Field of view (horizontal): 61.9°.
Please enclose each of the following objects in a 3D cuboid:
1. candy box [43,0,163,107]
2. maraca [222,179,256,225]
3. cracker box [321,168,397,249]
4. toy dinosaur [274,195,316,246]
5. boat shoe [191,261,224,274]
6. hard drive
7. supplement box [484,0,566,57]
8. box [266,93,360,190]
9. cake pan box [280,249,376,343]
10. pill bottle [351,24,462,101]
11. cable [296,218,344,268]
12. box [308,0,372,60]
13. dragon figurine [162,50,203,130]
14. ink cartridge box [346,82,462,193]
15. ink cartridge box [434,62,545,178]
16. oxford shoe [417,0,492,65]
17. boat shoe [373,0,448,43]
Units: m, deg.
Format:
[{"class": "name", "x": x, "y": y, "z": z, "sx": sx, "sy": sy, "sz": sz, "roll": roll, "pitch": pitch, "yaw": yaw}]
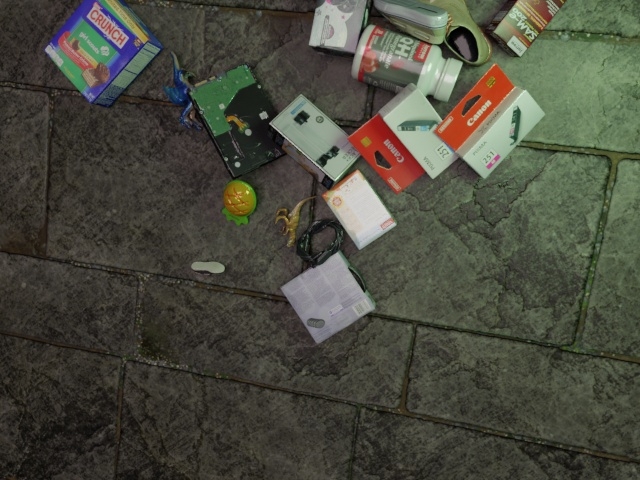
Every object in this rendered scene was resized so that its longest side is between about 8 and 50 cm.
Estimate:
[{"class": "candy box", "x": -0.769, "y": -0.683, "z": 1.893, "sx": 0.317, "sy": 0.122, "sz": 0.268, "roll": -42, "pitch": 88, "yaw": 12}, {"class": "maraca", "x": -0.291, "y": -0.132, "z": 1.893, "sx": 0.127, "sy": 0.099, "sz": 0.185, "roll": 28, "pitch": 128, "yaw": 8}, {"class": "cracker box", "x": 0.135, "y": -0.107, "z": 1.827, "sx": 0.156, "sy": 0.067, "sz": 0.232, "roll": -34, "pitch": 89, "yaw": 14}, {"class": "toy dinosaur", "x": -0.099, "y": -0.083, "z": 1.887, "sx": 0.112, "sy": 0.064, "sz": 0.211, "roll": 15, "pitch": 110, "yaw": -10}, {"class": "boat shoe", "x": -0.414, "y": 0.107, "z": 1.976, "sx": 0.125, "sy": 0.038, "sz": 0.046, "roll": 1, "pitch": 56, "yaw": 5}, {"class": "hard drive", "x": -0.274, "y": -0.407, "z": 1.818, "sx": 0.237, "sy": 0.064, "sz": 0.338, "roll": -29, "pitch": 93, "yaw": -15}, {"class": "supplement box", "x": 0.634, "y": -0.698, "z": 1.627, "sx": 0.130, "sy": 0.073, "sz": 0.239, "roll": 33, "pitch": 104, "yaw": -18}, {"class": "box", "x": -0.015, "y": -0.327, "z": 1.777, "sx": 0.290, "sy": 0.087, "sz": 0.169, "roll": 43, "pitch": 69, "yaw": 3}, {"class": "cake pan box", "x": 0.031, "y": 0.195, "z": 1.889, "sx": 0.267, "sy": 0.070, "sz": 0.245, "roll": -35, "pitch": 92, "yaw": 14}, {"class": "pill bottle", "x": 0.273, "y": -0.548, "z": 1.683, "sx": 0.319, "sy": 0.176, "sz": 0.176, "roll": 21, "pitch": 101, "yaw": 7}, {"class": "cable", "x": 0.000, "y": 0.000, "z": 1.855, "sx": 0.184, "sy": 0.047, "sz": 0.150, "roll": -48, "pitch": 52, "yaw": 7}, {"class": "box", "x": 0.071, "y": -0.726, "z": 1.715, "sx": 0.164, "sy": 0.142, "sz": 0.247, "roll": 14, "pitch": 100, "yaw": 8}, {"class": "dragon figurine", "x": -0.494, "y": -0.527, "z": 1.880, "sx": 0.144, "sy": 0.085, "sz": 0.289, "roll": -37, "pitch": 91, "yaw": 13}, {"class": "ink cartridge box", "x": 0.276, "y": -0.302, "z": 1.697, "sx": 0.261, "sy": 0.066, "sz": 0.296, "roll": -40, "pitch": 124, "yaw": 13}, {"class": "ink cartridge box", "x": 0.528, "y": -0.365, "z": 1.658, "sx": 0.239, "sy": 0.060, "sz": 0.275, "roll": 33, "pitch": 105, "yaw": -33}, {"class": "oxford shoe", "x": 0.401, "y": -0.687, "z": 1.650, "sx": 0.348, "sy": 0.130, "sz": 0.123, "roll": 47, "pitch": 123, "yaw": 2}, {"class": "boat shoe", "x": 0.269, "y": -0.692, "z": 1.658, "sx": 0.109, "sy": 0.302, "sz": 0.094, "roll": -26, "pitch": 136, "yaw": -22}]
